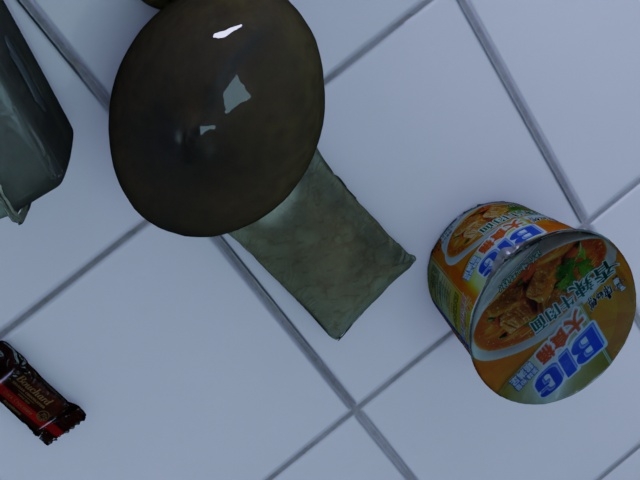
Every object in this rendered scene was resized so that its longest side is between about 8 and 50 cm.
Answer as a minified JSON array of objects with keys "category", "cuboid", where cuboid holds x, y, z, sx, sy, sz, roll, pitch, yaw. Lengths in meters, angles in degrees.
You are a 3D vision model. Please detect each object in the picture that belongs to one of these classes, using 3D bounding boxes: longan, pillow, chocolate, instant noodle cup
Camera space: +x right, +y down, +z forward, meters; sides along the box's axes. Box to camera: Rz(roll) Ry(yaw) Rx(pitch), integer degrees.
[{"category":"longan","cuboid":[-0.132,-0.163,1.330,0.288,0.288,0.350,3,137,-23]},{"category":"pillow","cuboid":[0.000,0.000,1.578,0.185,0.075,0.302,-44,121,-2]},{"category":"chocolate","cuboid":[-0.424,0.221,1.529,0.086,0.028,0.182,-39,119,6]},{"category":"instant noodle cup","cuboid":[0.312,0.081,1.656,0.296,0.214,0.297,-8,113,-19]}]

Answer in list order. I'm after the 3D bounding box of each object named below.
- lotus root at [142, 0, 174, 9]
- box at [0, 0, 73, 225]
[{"category":"lotus root","cuboid":[-0.157,-0.341,1.368,0.179,0.080,0.089,-15,117,-13]},{"category":"box","cuboid":[-0.423,-0.167,1.260,0.166,0.221,0.291,-22,118,4]}]
